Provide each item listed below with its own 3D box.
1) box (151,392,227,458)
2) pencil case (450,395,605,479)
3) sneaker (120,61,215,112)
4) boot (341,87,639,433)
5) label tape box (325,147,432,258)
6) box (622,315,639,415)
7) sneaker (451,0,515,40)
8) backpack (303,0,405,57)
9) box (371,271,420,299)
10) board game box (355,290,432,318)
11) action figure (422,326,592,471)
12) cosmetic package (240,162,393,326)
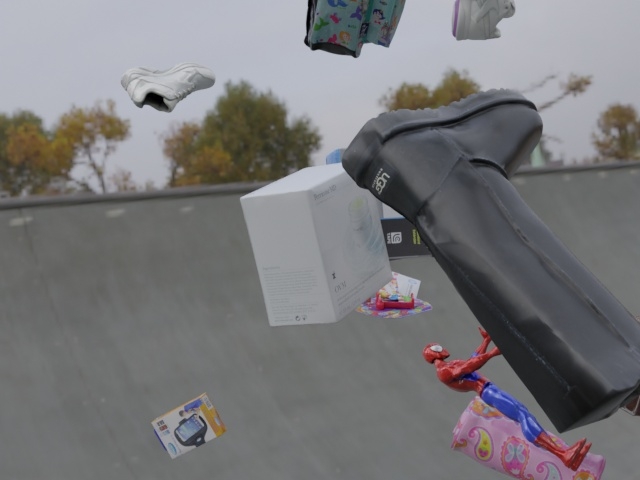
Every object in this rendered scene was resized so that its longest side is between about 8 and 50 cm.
[{"bbox_3d":[-0.249,0.347,1.801,0.136,0.081,0.028,-30,2,18],"label":"box"},{"bbox_3d":[0.391,0.404,1.840,0.284,0.124,0.124,25,4,9],"label":"pencil case"},{"bbox_3d":[-0.353,-0.354,2.323,0.232,0.115,0.090,-12,-24,-24],"label":"sneaker"},{"bbox_3d":[0.286,0.007,1.246,0.367,0.445,0.146,-18,-35,-39],"label":"boot"},{"bbox_3d":[0.197,-0.083,2.177,0.347,0.249,0.115,-3,-5,-14],"label":"label tape box"},{"bbox_3d":[0.633,0.229,1.751,0.381,0.143,0.191,9,10,-32],"label":"box"},{"bbox_3d":[0.412,-0.624,2.376,0.152,0.114,0.305,7,-44,1],"label":"sneaker"},{"bbox_3d":[0.067,-0.480,1.757,0.191,0.254,0.225,6,41,8],"label":"backpack"},{"bbox_3d":[0.153,0.117,2.464,0.186,0.038,0.145,20,25,5],"label":"box"},{"bbox_3d":[0.149,0.122,2.015,0.168,0.033,0.133,-10,17,-41],"label":"board game box"},{"bbox_3d":[0.283,0.205,1.438,0.280,0.139,0.091,30,-6,28],"label":"action figure"},{"bbox_3d":[0.000,0.000,1.635,0.138,0.225,0.224,-7,13,31],"label":"cosmetic package"}]
